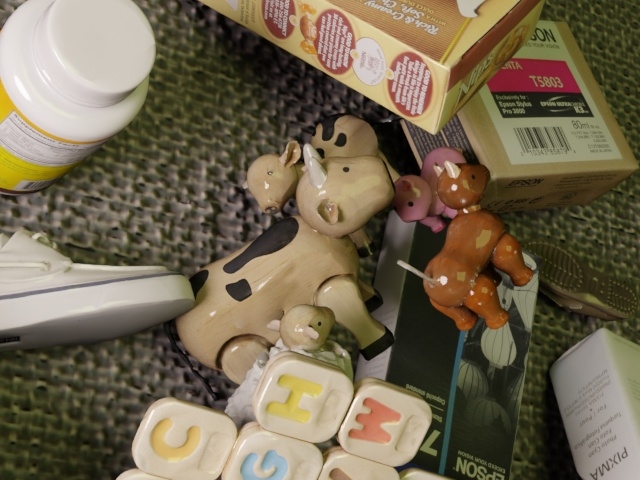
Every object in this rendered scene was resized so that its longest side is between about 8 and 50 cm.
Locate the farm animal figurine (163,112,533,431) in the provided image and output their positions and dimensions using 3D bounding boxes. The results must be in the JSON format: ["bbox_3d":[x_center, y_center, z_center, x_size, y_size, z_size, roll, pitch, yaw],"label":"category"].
[{"bbox_3d":[0.000,0.000,1.058,0.327,0.330,0.172,-42,115,-6],"label":"farm animal figurine"}]

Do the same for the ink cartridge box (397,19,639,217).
[{"bbox_3d":[0.194,-0.131,1.275,0.235,0.088,0.193,-7,67,-40],"label":"ink cartridge box"}]

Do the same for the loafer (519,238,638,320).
[{"bbox_3d":[0.268,0.050,1.328,0.148,0.050,0.056,30,57,-5],"label":"loafer"}]

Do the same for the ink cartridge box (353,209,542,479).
[{"bbox_3d":[0.115,0.139,1.191,0.165,0.065,0.332,25,64,-26],"label":"ink cartridge box"}]

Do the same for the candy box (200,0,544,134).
[{"bbox_3d":[0.029,-0.246,1.143,0.316,0.087,0.183,33,54,18],"label":"candy box"}]

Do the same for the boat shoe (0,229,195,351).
[{"bbox_3d":[-0.234,0.037,0.962,0.267,0.096,0.088,-8,72,-14],"label":"boat shoe"}]

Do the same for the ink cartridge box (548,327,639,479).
[{"bbox_3d":[0.399,0.296,1.217,0.308,0.091,0.385,26,36,-25],"label":"ink cartridge box"}]

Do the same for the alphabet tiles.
[{"bbox_3d":[-0.029,0.226,0.915,0.278,0.021,0.284,22,97,-26],"label":"alphabet tiles"}]

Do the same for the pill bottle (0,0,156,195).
[{"bbox_3d":[-0.210,-0.117,0.960,0.117,0.215,0.117,11,69,-31],"label":"pill bottle"}]
